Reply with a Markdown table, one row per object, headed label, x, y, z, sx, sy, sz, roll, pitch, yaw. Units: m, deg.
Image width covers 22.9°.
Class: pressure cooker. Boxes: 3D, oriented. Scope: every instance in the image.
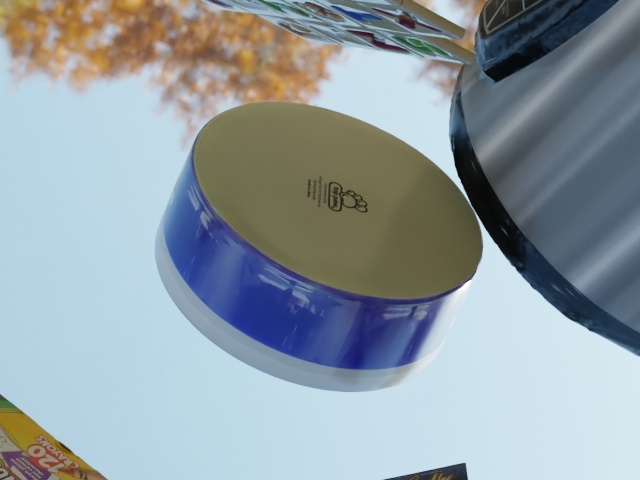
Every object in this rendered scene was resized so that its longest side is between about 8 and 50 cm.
| label | x | y | z | sx | sy | sz | roll | pitch | yaw |
| --- | --- | --- | --- | --- | --- | --- | --- | --- | --- |
| pressure cooker | 0.358 | -0.147 | 1.300 | 0.375 | 0.420 | 0.370 | -3 | -123 | -43 |

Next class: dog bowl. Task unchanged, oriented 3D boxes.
| label | x | y | z | sx | sy | sz | roll | pitch | yaw |
| --- | --- | --- | --- | --- | --- | --- | --- | --- | --- |
| dog bowl | 0.000 | 0.000 | 1.337 | 0.265 | 0.104 | 0.265 | 16 | -144 | -12 |

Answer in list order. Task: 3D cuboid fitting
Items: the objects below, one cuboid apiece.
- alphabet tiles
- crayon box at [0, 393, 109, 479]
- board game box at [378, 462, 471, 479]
| label | x | y | z | sx | sy | sz | roll | pitch | yaw |
| --- | --- | --- | --- | --- | --- | --- | --- | --- | --- |
| alphabet tiles | -0.059 | -0.194 | 1.144 | 0.285 | 0.011 | 0.342 | 22 | 179 | -34 |
| crayon box | -0.303 | 0.250 | 1.499 | 0.278 | 0.081 | 0.165 | 35 | -155 | 17 |
| board game box | 0.074 | 0.359 | 1.895 | 0.243 | 0.165 | 0.042 | -12 | -143 | 8 |
